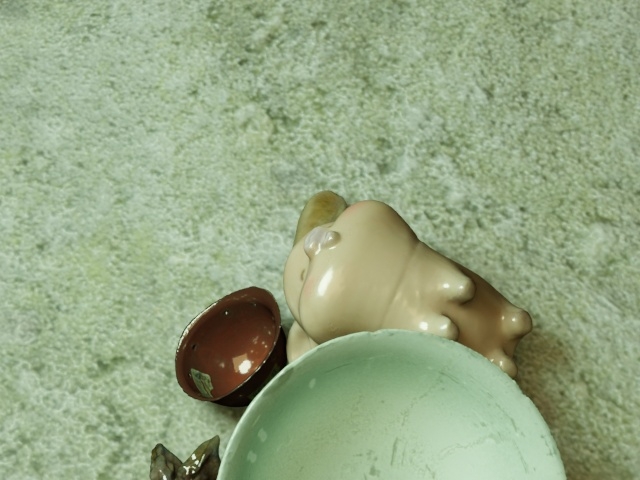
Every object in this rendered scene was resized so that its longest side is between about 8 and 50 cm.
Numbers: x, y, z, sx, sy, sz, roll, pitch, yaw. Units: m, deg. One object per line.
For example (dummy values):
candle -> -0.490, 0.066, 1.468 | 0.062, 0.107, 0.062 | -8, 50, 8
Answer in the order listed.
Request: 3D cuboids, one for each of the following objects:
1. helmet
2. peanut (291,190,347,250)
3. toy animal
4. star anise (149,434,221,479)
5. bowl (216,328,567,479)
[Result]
helmet -> -0.101, 0.155, 1.611 | 0.155, 0.106, 0.175 | 26, 81, 42
peanut -> 0.000, 0.000, 1.678 | 0.076, 0.076, 0.152 | 7, 75, 11
toy animal -> 0.106, 0.085, 1.536 | 0.269, 0.326, 0.237 | -7, 51, 51
star anise -> -0.174, 0.358, 1.552 | 0.197, 0.073, 0.212 | -16, 64, 23
bowl -> 0.068, 0.327, 1.447 | 0.435, 0.196, 0.435 | 1, 84, -13
